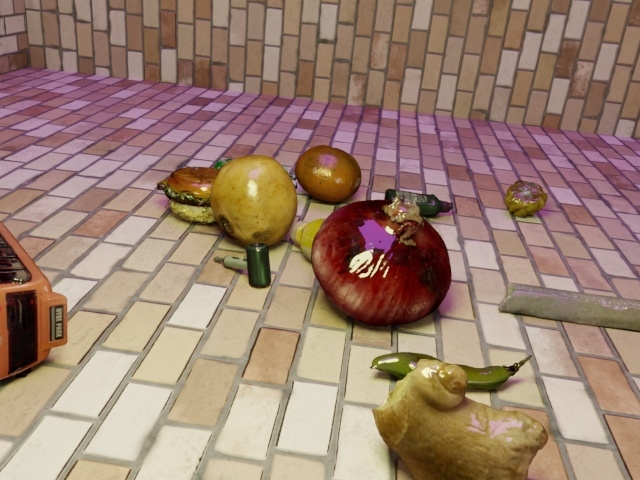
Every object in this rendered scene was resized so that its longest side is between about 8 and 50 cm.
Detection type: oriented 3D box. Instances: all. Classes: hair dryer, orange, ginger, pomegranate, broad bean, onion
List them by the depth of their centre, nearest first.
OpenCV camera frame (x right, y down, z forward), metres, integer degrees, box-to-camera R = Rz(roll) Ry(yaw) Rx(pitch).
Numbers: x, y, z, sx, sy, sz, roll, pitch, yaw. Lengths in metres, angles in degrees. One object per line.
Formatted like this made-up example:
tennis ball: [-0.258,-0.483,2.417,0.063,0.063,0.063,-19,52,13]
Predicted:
ginger: [0.215,0.295,0.985,0.276,0.221,0.130,4,14,16]
broad bean: [0.258,0.261,1.239,0.325,0.067,0.075,6,54,-5]
onion: [0.156,0.023,1.445,0.348,0.285,0.347,11,43,-11]
hair dryer: [-0.206,0.052,1.575,0.198,0.100,0.057,6,16,39]
pomegranate: [-0.179,-0.109,1.714,0.260,0.260,0.260,5,24,-2]
orange: [0.029,-0.230,2.100,0.240,0.171,0.240,21,19,-7]

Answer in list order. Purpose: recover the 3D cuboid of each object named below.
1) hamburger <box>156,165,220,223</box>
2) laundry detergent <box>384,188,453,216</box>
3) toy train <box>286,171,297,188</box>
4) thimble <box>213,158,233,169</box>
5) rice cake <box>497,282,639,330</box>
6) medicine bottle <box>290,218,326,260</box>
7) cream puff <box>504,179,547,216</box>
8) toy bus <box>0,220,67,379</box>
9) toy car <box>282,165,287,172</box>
hamburger: [-0.358,-0.135,1.872,0.243,0.138,0.262,-15,32,-42]
laundry detergent: [0.328,-0.125,2.079,0.222,0.078,0.144,3,20,-4]
toy train: [-0.151,-0.155,2.005,0.154,0.115,0.269,-5,25,-3]
thimble: [-0.296,-0.200,2.038,0.090,0.130,0.118,29,39,34]
rice cake: [0.635,0.161,1.527,0.399,0.070,0.064,8,20,3]
medicine bottle: [0.000,0.000,1.679,0.122,0.122,0.212,-10,18,-32]
cream puff: [0.702,-0.133,2.157,0.146,0.116,0.146,-1,49,1]
toy bus: [-0.671,0.102,1.214,0.233,0.203,0.427,-8,25,-38]
toy car: [-0.191,-0.260,2.290,0.143,0.054,0.073,28,34,33]
